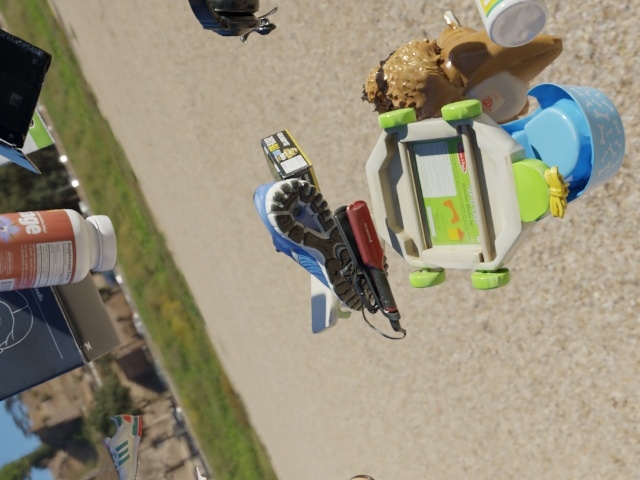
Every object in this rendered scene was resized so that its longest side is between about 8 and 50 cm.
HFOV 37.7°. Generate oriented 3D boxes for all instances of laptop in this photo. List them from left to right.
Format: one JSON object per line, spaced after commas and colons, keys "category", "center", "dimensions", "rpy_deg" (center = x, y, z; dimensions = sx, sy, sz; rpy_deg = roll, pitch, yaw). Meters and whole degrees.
{"category": "laptop", "center": [-0.543, -0.245, 1.505], "dimensions": [0.264, 0.234, 0.136], "rpy_deg": [-63, 0, 25]}

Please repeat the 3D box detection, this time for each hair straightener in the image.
{"category": "hair straightener", "center": [0.075, 0.051, 1.460], "dimensions": [0.089, 0.047, 0.231], "rpy_deg": [-12, 105, 56]}

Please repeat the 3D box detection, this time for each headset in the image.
{"category": "headset", "center": [-0.208, -0.556, 2.079], "dimensions": [0.394, 0.185, 0.244], "rpy_deg": [33, -115, -64]}

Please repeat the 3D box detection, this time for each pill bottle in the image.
{"category": "pill bottle", "center": [-0.442, 0.013, 1.492], "dimensions": [0.121, 0.216, 0.121], "rpy_deg": [16, 109, 57]}
{"category": "pill bottle", "center": [0.346, -0.475, 1.770], "dimensions": [0.118, 0.117, 0.209], "rpy_deg": [80, 179, -54]}

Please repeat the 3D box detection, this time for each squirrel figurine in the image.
{"category": "squirrel figurine", "center": [0.294, -0.389, 2.116], "dimensions": [0.370, 0.396, 0.281], "rpy_deg": [-104, 16, -57]}

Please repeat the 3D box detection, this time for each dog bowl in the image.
{"category": "dog bowl", "center": [0.327, -0.120, 1.355], "dimensions": [0.166, 0.074, 0.297], "rpy_deg": [71, 157, 11]}

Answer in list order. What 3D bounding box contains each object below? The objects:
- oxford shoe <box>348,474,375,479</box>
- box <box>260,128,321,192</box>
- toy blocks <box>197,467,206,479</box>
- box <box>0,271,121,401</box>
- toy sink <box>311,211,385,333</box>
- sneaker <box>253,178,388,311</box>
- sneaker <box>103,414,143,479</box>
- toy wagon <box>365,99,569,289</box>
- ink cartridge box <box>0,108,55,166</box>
{"category": "oxford shoe", "center": [0.073, 0.604, 2.030], "dimensions": [0.133, 0.129, 0.364], "rpy_deg": [-74, -6, -50]}
{"category": "box", "center": [-0.037, -0.068, 2.184], "dimensions": [0.257, 0.079, 0.322], "rpy_deg": [-125, 15, -61]}
{"category": "toy blocks", "center": [-0.168, 0.596, 1.688], "dimensions": [0.289, 0.308, 0.260], "rpy_deg": [51, 154, 41]}
{"category": "box", "center": [-0.658, 0.170, 1.886], "dimensions": [0.212, 0.395, 0.294], "rpy_deg": [-29, -84, -81]}
{"category": "toy sink", "center": [0.061, 0.074, 1.965], "dimensions": [0.153, 0.131, 0.234], "rpy_deg": [136, 135, -69]}
{"category": "sneaker", "center": [0.000, 0.000, 1.723], "dimensions": [0.330, 0.130, 0.147], "rpy_deg": [49, 167, -29]}
{"category": "sneaker", "center": [-0.410, 0.434, 1.918], "dimensions": [0.057, 0.075, 0.161], "rpy_deg": [140, 138, -64]}
{"category": "toy wagon", "center": [0.211, -0.064, 1.338], "dimensions": [0.344, 0.068, 0.267], "rpy_deg": [-1, 106, 45]}
{"category": "ink cartridge box", "center": [-0.681, -0.275, 2.051], "dimensions": [0.189, 0.255, 0.097], "rpy_deg": [65, -146, -18]}
